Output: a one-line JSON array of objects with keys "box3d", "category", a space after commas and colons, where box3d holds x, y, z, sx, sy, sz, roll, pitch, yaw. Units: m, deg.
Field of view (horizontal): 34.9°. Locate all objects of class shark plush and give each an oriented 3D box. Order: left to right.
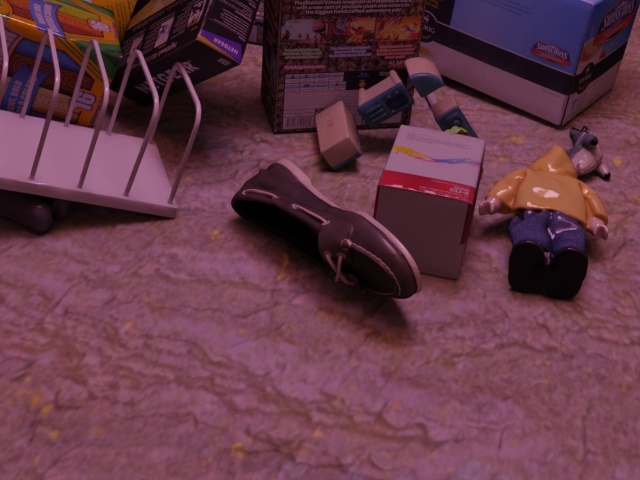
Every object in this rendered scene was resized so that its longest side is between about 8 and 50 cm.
[{"box3d": [0.409, -0.152, 1.626, 0.067, 0.073, 0.161, -20, 36, 17], "category": "shark plush"}]

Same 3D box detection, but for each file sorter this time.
[{"box3d": [-0.322, -0.172, 1.396, 0.278, 0.173, 0.193, 10, 31, -27], "category": "file sorter"}]

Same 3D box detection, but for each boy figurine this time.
[{"box3d": [0.309, -0.041, 1.422, 0.177, 0.092, 0.285, 8, 34, 6], "category": "boy figurine"}]

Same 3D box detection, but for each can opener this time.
[{"box3d": [-0.475, -0.103, 1.411, 0.283, 0.095, 0.076, 21, 39, 22], "category": "can opener"}]

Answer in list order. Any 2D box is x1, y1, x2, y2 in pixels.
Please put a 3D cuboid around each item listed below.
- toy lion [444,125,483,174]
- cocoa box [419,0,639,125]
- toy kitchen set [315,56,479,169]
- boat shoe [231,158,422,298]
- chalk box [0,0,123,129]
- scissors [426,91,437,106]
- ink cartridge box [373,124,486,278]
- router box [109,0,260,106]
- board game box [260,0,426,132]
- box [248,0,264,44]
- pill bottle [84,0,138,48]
[{"box3d": [0.204, -0.129, 1.527, 0.100, 0.096, 0.034, -20, 42, -31], "category": "toy lion"}, {"box3d": [0.349, -0.397, 1.794, 0.347, 0.228, 0.231, 29, 40, 26], "category": "cocoa box"}, {"box3d": [0.124, -0.160, 1.596, 0.207, 0.166, 0.122, -29, 32, 15], "category": "toy kitchen set"}, {"box3d": [0.000, 0.000, 1.325, 0.095, 0.112, 0.335, -33, 41, -18], "category": "boat shoe"}, {"box3d": [-0.465, -0.283, 1.511, 0.289, 0.179, 0.180, 16, 30, -28], "category": "chalk box"}, {"box3d": [0.189, -0.311, 1.850, 0.109, 0.021, 0.297, -8, 36, -20], "category": "scissors"}, {"box3d": [0.147, -0.057, 1.390, 0.127, 0.128, 0.176, 11, 36, 9], "category": "ink cartridge box"}, {"box3d": [-0.199, -0.357, 1.577, 0.081, 0.242, 0.309, 26, -20, -31], "category": "router box"}, {"box3d": [0.031, -0.336, 1.633, 0.232, 0.291, 0.141, -4, 36, -13], "category": "board game box"}, {"box3d": [-0.038, -0.426, 1.957, 0.231, 0.056, 0.183, 12, 35, 9], "category": "box"}, {"box3d": [-0.381, -0.397, 1.753, 0.188, 0.187, 0.334, 32, 41, 33], "category": "pill bottle"}]
